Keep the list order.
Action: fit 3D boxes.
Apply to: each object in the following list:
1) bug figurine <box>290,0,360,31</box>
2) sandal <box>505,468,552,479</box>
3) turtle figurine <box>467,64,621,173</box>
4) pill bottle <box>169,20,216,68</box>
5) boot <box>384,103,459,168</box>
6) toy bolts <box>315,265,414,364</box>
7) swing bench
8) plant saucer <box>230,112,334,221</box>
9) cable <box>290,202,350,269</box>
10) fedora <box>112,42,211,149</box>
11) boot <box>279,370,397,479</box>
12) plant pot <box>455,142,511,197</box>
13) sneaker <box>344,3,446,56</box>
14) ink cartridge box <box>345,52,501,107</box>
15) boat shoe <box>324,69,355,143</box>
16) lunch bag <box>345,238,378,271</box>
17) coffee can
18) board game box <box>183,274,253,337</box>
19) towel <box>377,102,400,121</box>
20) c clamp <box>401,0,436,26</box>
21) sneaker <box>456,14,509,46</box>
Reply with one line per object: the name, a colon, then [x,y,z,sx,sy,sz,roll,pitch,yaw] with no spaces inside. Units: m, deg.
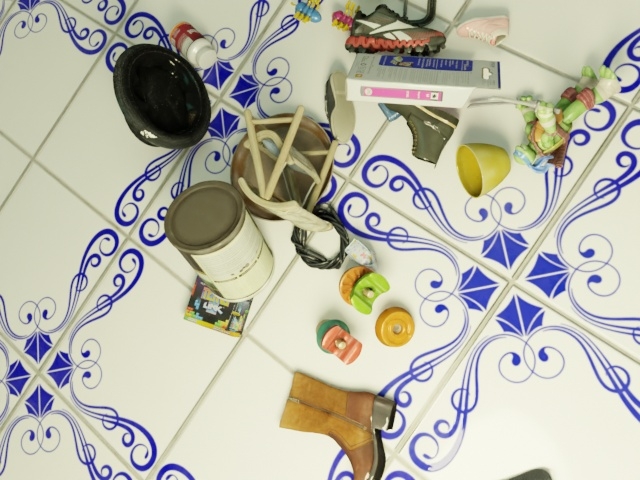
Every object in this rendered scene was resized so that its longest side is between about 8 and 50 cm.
bug figurine: [0.058,-0.695,1.751,0.216,0.072,0.279,38,88,17]
sandal: [0.386,0.574,1.352,0.254,0.097,0.055,-22,98,15]
turtle figurine: [0.522,-0.324,1.436,0.266,0.198,0.275,-37,72,5]
pill bottle: [-0.385,-0.590,1.883,0.086,0.086,0.152,-47,68,5]
boot: [0.236,-0.282,1.584,0.197,0.077,0.137,24,92,12]
toy bolts: [0.093,0.199,1.541,0.218,0.158,0.228,44,84,-18]
swing bench: [-0.077,-0.165,1.537,0.165,0.253,0.255,0,78,20]
plant saucer: [-0.103,-0.198,1.716,0.310,0.050,0.311,-4,77,18]
cable: [0.000,0.000,1.636,0.150,0.047,0.185,-32,70,11]
fedora: [-0.483,-0.398,1.815,0.152,0.333,0.334,-28,67,45]
boot: [0.021,0.477,1.500,0.280,0.096,0.264,9,82,22]
plant pot: [0.400,-0.180,1.496,0.095,0.134,0.134,-18,71,-9]
sneaker: [0.200,-0.558,1.645,0.275,0.097,0.135,9,98,22]
ink cartridge box: [0.257,-0.402,1.550,0.370,0.069,0.176,5,38,12]
boat shoe: [0.047,-0.358,1.701,0.065,0.075,0.206,-18,74,61]
lunch bag: [0.112,0.041,1.573,0.053,0.071,0.083,-48,65,1]
coffee can: [-0.246,0.009,1.573,0.201,0.275,0.202,-7,58,10]
board game box: [-0.277,0.174,1.699,0.170,0.048,0.141,14,85,22]
towel: [0.217,-0.371,1.646,0.119,0.029,0.067,-34,70,10]
c clamp: [0.253,-0.655,1.701,0.137,0.022,0.161,-3,76,14]
sneaker: [0.418,-0.533,1.595,0.134,0.051,0.070,-6,71,15]
